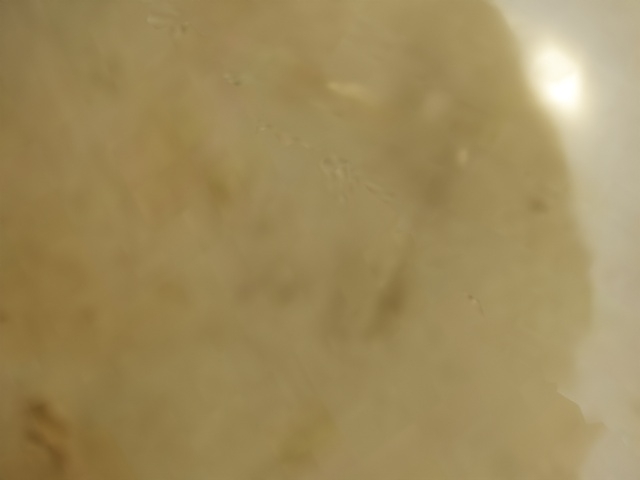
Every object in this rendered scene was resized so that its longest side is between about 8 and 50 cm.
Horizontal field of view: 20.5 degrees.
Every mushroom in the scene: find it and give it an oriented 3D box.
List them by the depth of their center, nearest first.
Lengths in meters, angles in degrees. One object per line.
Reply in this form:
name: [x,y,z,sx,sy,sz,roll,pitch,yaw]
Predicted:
mushroom: [0.000,0.000,0.654,0.294,0.362,0.362,29,38,-82]
